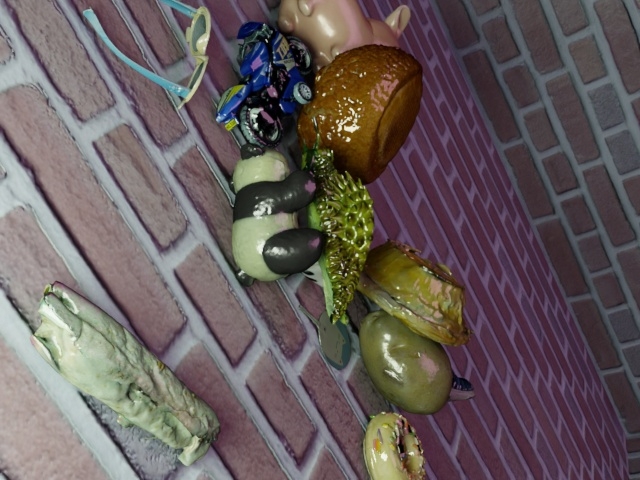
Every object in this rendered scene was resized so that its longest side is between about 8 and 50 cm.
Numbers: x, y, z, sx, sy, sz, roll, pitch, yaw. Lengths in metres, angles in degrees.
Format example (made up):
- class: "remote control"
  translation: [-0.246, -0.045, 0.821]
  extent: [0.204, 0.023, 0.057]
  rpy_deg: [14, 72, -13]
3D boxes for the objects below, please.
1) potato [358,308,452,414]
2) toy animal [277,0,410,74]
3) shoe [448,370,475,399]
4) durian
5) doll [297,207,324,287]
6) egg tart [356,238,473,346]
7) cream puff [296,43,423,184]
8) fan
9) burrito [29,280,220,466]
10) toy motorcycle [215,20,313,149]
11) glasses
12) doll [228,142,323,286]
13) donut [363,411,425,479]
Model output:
- class: "potato"
  translation: [0.167, 0.237, 1.445]
  extent: [0.235, 0.160, 0.178]
  rpy_deg: [50, -9, -8]
- class: "toy animal"
  translation: [0.048, -0.449, 1.634]
  extent: [0.326, 0.237, 0.269]
  rpy_deg: [58, 42, -17]
- class: "shoe"
  translation: [0.282, 0.315, 1.658]
  extent: [0.207, 0.091, 0.106]
  rpy_deg: [25, 56, -49]
- class: "durian"
  translation: [0.030, -0.034, 1.233]
  extent: [0.132, 0.106, 0.375]
  rpy_deg: [111, -26, -64]
- class: "doll"
  translation: [-0.002, -0.006, 1.348]
  extent: [0.110, 0.106, 0.181]
  rpy_deg: [66, 26, -58]
- class: "egg tart"
  translation: [0.182, 0.087, 1.453]
  extent: [0.314, 0.120, 0.315]
  rpy_deg: [30, 9, -5]
- class: "cream puff"
  translation: [0.069, -0.258, 1.475]
  extent: [0.212, 0.303, 0.303]
  rpy_deg: [27, 25, 14]
- class: "fan"
  translation: [0.010, 0.169, 1.358]
  extent: [0.175, 0.005, 0.113]
  rpy_deg: [47, 35, -36]
- class: "burrito"
  translation: [-0.226, 0.166, 0.875]
  extent: [0.309, 0.066, 0.096]
  rpy_deg: [51, 28, -33]
- class: "toy motorcycle"
  translation: [-0.105, -0.302, 1.356]
  extent: [0.169, 0.113, 0.315]
  rpy_deg: [41, 46, -26]
- class: "glasses"
  translation: [-0.252, -0.337, 1.129]
  extent: [0.220, 0.088, 0.190]
  rpy_deg: [37, 43, -46]
- class: "doll"
  translation: [-0.078, -0.043, 1.192]
  extent: [0.135, 0.143, 0.234]
  rpy_deg: [0, 79, -18]
- class: "donut"
  translation: [0.145, 0.407, 1.382]
  extent: [0.174, 0.068, 0.175]
  rpy_deg: [38, 42, -44]
